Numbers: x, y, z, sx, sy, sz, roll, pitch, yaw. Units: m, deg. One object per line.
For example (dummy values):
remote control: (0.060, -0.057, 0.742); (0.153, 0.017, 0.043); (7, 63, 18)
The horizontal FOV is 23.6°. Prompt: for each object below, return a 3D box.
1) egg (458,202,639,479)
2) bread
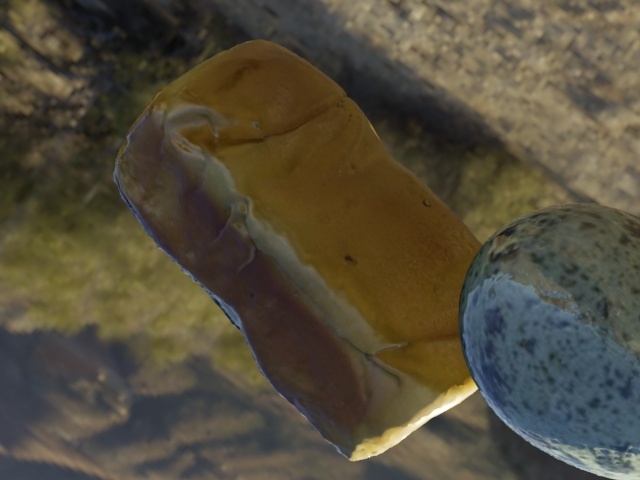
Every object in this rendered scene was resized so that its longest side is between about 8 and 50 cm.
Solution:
egg: (0.152, 0.058, 0.812); (0.172, 0.132, 0.132); (44, 172, 8)
bread: (0.000, 0.000, 1.067); (0.294, 0.167, 0.132); (52, 137, 7)
